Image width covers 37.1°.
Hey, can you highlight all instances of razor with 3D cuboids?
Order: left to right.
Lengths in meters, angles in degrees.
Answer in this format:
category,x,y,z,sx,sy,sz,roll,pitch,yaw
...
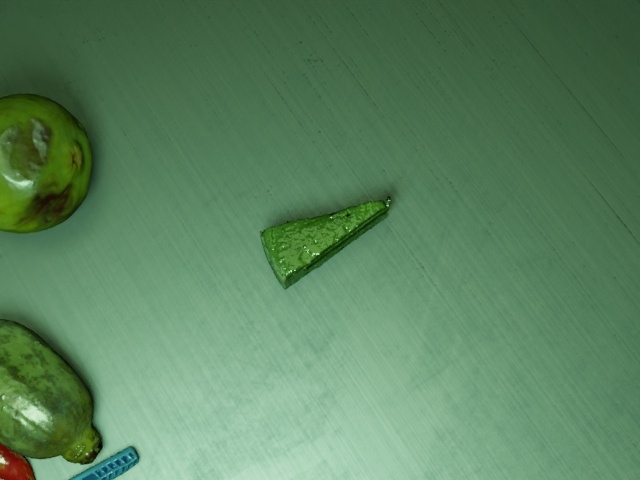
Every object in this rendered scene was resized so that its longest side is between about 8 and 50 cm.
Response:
category,x,y,z,sx,sy,sz,roll,pitch,yaw
razor,-0.417,0.413,1.573,0.253,0.042,0.082,-29,116,-8

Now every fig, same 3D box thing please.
category,x,y,z,sx,sy,sz,roll,pitch,yaw
fig,-0.537,-0.132,1.650,0.271,0.239,0.239,0,73,14

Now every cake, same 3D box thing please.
category,x,y,z,sx,sy,sz,roll,pitch,yaw
cake,0.020,0.006,1.653,0.235,0.100,0.099,-15,75,-3

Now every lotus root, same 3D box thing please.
category,x,y,z,sx,sy,sz,roll,pitch,yaw
lotus root,-0.484,0.253,1.573,0.309,0.173,0.173,37,77,4

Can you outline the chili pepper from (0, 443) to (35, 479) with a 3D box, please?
category,x,y,z,sx,sy,sz,roll,pitch,yaw
chili pepper,-0.654,0.346,1.578,0.368,0.092,0.137,2,84,5
